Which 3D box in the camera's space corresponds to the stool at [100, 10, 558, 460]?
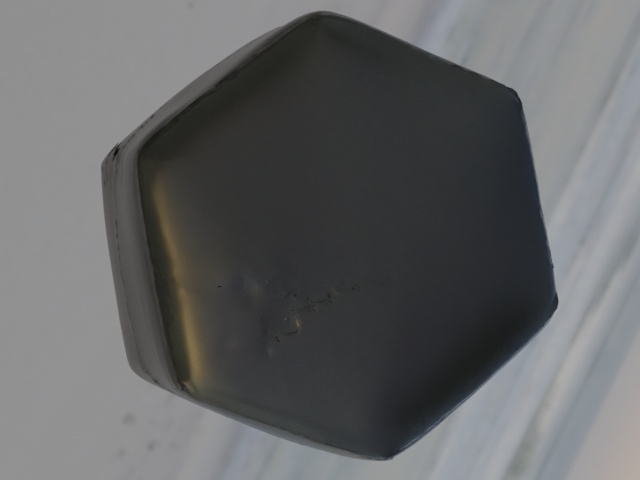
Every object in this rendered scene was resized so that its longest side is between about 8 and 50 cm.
[{"bbox_3d":[0.000,0.000,0.976,0.232,0.232,0.141,-62,-167,-10],"label":"stool"}]
